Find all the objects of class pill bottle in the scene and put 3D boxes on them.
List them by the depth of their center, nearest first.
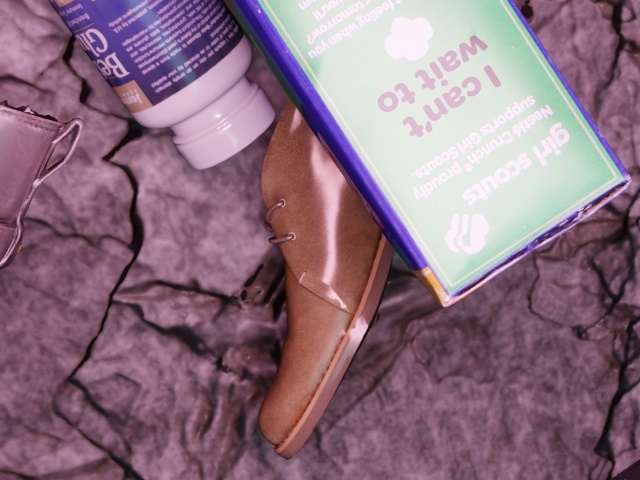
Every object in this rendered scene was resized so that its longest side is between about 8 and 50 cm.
[{"bbox_3d":[-0.104,-0.133,0.913,0.094,0.094,0.169,-35,109,-1],"label":"pill bottle"}]

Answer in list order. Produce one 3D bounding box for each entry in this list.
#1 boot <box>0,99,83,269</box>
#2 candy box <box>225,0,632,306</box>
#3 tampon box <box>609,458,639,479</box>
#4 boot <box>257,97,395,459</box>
[{"bbox_3d":[-0.264,0.010,0.681,0.263,0.091,0.228,9,98,-17],"label":"boot"},{"bbox_3d":[0.023,-0.127,0.795,0.122,0.268,0.317,-35,89,1],"label":"candy box"},{"bbox_3d":[0.263,0.251,1.084,0.161,0.120,0.101,-35,109,-1],"label":"tampon box"},{"bbox_3d":[0.000,0.000,0.977,0.115,0.112,0.305,20,92,-5],"label":"boot"}]
